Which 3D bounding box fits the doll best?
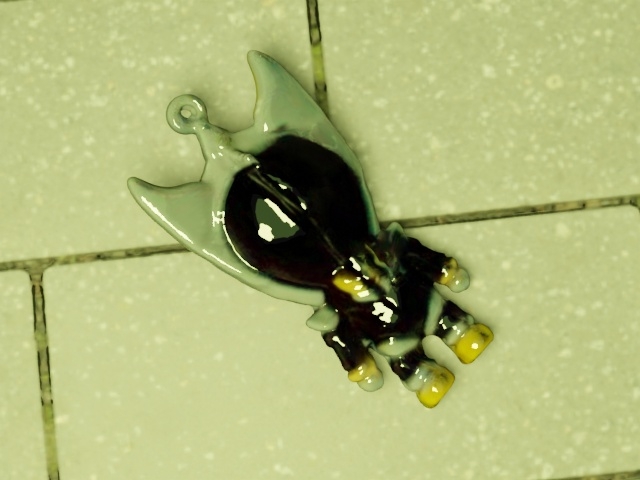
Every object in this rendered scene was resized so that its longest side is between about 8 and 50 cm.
[{"bbox_3d":[0.003,-0.003,1.205,0.316,0.103,0.145,43,103,-5],"label":"doll"}]
